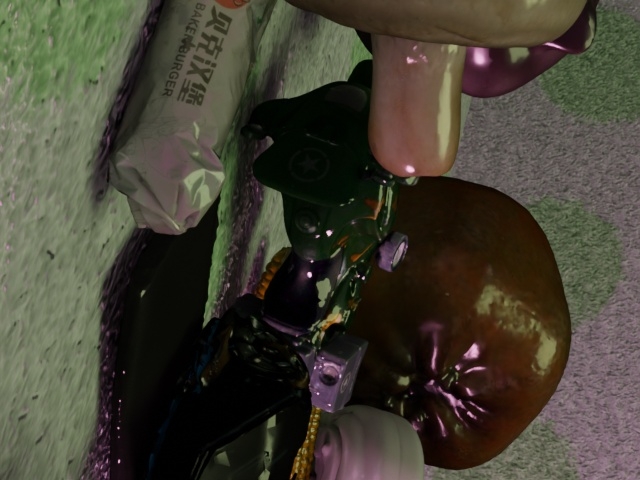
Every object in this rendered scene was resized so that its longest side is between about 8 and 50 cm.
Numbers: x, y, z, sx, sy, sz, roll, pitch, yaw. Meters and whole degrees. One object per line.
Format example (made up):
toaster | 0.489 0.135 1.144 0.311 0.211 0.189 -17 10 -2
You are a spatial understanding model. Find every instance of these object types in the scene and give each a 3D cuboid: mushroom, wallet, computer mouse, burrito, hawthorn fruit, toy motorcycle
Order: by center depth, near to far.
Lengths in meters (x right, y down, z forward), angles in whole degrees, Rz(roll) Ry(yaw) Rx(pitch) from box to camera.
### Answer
burrito | -0.057 -0.096 0.811 0.064 0.064 0.203 88 16 -64
wallet | -0.097 0.085 0.942 0.124 0.025 0.244 -66 169 -51
computer mouse | -0.052 0.126 0.967 0.241 0.077 0.146 -60 163 -63
mushroom | 0.060 -0.147 0.992 0.207 0.207 0.215 -60 157 -65
toy motorcycle | 0.000 0.000 1.131 0.187 0.125 0.274 -30 138 -66
hawthorn fruit | 0.107 0.063 1.566 0.301 0.268 0.268 -69 169 -55

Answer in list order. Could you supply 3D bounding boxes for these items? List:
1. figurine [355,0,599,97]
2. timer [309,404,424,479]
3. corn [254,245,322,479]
figurine | 0.121 -0.271 1.160 0.365 0.218 0.206 102 7 -48
timer | -0.010 0.255 1.362 0.262 0.087 0.237 -16 -121 67
corn | -0.033 0.116 1.275 0.080 0.080 0.231 -8 108 -82
